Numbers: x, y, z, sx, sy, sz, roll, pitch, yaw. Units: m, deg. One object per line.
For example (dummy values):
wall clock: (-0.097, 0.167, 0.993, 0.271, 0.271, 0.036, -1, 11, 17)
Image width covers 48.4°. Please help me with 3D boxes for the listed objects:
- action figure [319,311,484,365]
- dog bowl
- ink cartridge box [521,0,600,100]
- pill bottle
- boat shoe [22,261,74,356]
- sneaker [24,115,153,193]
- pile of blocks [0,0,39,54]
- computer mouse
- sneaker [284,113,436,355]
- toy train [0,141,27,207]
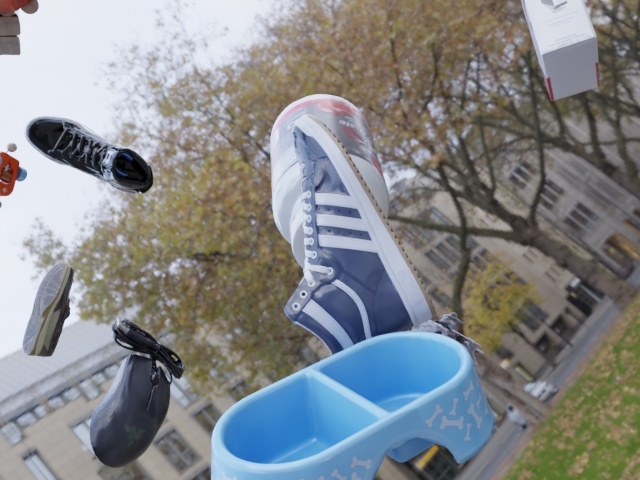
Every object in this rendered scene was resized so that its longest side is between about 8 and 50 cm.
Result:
action figure: (0.132, 0.166, 1.094, 0.285, 0.185, 0.099, -21, -70, -41)
dog bowl: (0.030, 0.172, 0.671, 0.297, 0.166, 0.074, -21, -68, -29)
ink cartridge box: (0.255, -0.237, 0.772, 0.056, 0.135, 0.099, -16, -25, 18)
pill bottle: (0.012, -0.086, 1.110, 0.176, 0.176, 0.319, -58, 22, 29)
boat shoe: (-0.421, 0.110, 1.124, 0.049, 0.056, 0.152, 30, -101, -52)
sneaker: (-0.369, -0.147, 1.163, 0.121, 0.216, 0.079, 3, 69, 64)
pile of blocks: (-0.367, -0.265, 0.761, 0.149, 0.113, 0.362, 29, -74, -35)
computer mouse: (-0.337, 0.284, 1.321, 0.072, 0.188, 0.272, -23, 37, 32)
sneaker: (0.000, 0.000, 0.828, 0.153, 0.282, 0.099, -30, -9, 0)
toy train: (-0.421, -0.072, 0.830, 0.166, 0.046, 0.125, 34, -120, -68)
